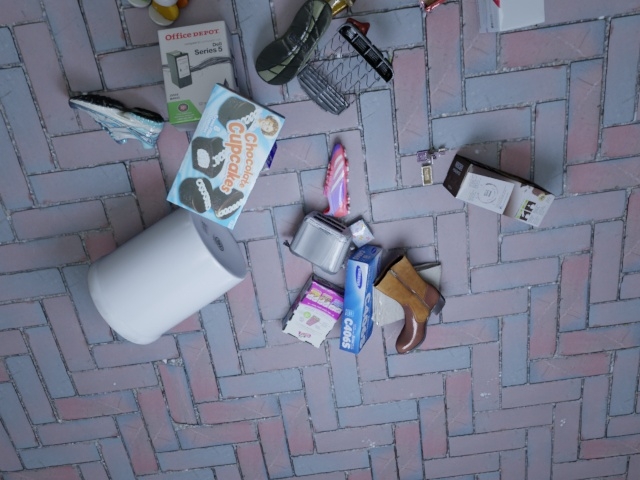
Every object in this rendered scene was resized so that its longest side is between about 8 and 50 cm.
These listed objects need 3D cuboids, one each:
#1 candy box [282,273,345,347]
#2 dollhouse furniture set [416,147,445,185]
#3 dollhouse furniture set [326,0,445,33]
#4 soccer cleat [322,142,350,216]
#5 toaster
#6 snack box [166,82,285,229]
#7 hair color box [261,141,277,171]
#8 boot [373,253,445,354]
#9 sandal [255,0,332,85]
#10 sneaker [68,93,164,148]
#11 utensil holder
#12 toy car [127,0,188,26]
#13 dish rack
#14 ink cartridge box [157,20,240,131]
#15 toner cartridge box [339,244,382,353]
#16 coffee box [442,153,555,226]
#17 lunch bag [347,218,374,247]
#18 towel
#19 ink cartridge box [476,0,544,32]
[{"bbox_3d":[-0.018,0.258,1.821,0.159,0.071,0.233,28,107,-13],"label":"candy box"},{"bbox_3d":[0.372,-0.233,1.632,0.091,0.081,0.114,-9,112,2],"label":"dollhouse furniture set"},{"bbox_3d":[0.192,-0.708,1.429,0.374,0.152,0.201,-24,112,26],"label":"dollhouse furniture set"},{"bbox_3d":[0.048,-0.194,1.643,0.095,0.083,0.248,-3,114,4],"label":"soccer cleat"},{"bbox_3d":[0.000,0.000,1.678,0.227,0.129,0.146,29,110,8],"label":"toaster"},{"bbox_3d":[-0.241,-0.209,1.271,0.187,0.060,0.322,25,107,-10],"label":"snack box"},{"bbox_3d":[-0.237,-0.266,1.464,0.185,0.339,0.110,-15,112,5],"label":"hair color box"},{"bbox_3d":[0.277,0.223,1.683,0.264,0.096,0.280,-50,123,-1],"label":"boot"},{"bbox_3d":[-0.070,-0.576,1.475,0.120,0.086,0.303,45,120,-12],"label":"sandal"},{"bbox_3d":[-0.637,-0.362,1.542,0.283,0.110,0.122,18,113,-8],"label":"sneaker"},{"bbox_3d":[-0.479,0.099,1.615,0.385,0.327,0.327,-32,109,8],"label":"utensil holder"},{"bbox_3d":[-0.457,-0.712,1.402,0.182,0.159,0.136,36,72,-14],"label":"toy car"},{"bbox_3d":[0.062,-0.491,1.480,0.208,0.074,0.271,41,130,-20],"label":"dish rack"},{"bbox_3d":[-0.346,-0.473,1.453,0.198,0.115,0.272,-8,90,1],"label":"ink cartridge box"},{"bbox_3d":[0.141,0.204,1.748,0.075,0.165,0.347,12,113,20],"label":"toner cartridge box"},{"bbox_3d":[0.569,-0.165,1.619,0.297,0.168,0.119,18,110,-9],"label":"coffee box"},{"bbox_3d":[0.136,-0.029,1.723,0.071,0.053,0.083,-33,118,13],"label":"lunch bag"},{"bbox_3d":[0.306,0.190,1.771,0.282,0.049,0.187,-11,115,-23],"label":"towel"},{"bbox_3d":[0.532,-0.668,1.416,0.127,0.176,0.128,-13,112,1],"label":"ink cartridge box"}]
